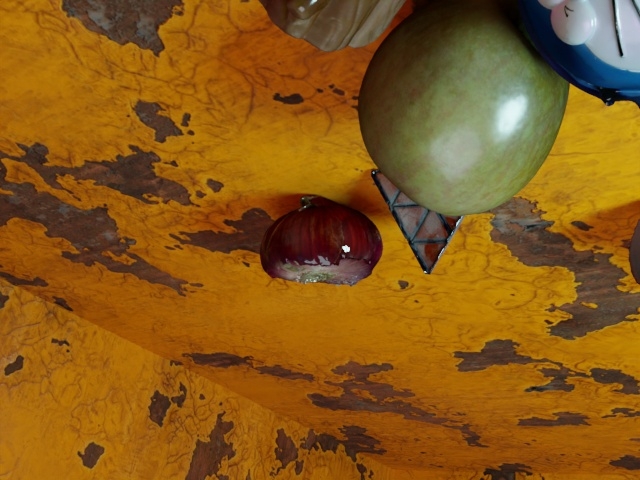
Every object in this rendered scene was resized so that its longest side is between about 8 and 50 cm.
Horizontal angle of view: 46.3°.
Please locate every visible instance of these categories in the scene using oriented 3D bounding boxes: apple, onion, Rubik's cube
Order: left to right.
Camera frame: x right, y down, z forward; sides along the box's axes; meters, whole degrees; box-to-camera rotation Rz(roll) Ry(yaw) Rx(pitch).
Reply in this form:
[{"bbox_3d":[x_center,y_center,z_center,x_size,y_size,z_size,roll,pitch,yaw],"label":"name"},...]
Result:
[{"bbox_3d":[0.003,0.011,1.414,0.248,0.161,0.248,15,162,5],"label":"onion"},{"bbox_3d":[0.209,-0.022,1.304,0.211,0.190,0.178,2,168,29],"label":"Rubik's cube"},{"bbox_3d":[0.180,-0.169,0.908,0.257,0.256,0.234,28,134,-27],"label":"apple"}]

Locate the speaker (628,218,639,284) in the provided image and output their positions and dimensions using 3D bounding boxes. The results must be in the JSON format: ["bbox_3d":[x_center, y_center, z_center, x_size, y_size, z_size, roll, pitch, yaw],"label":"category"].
[{"bbox_3d":[0.691,0.022,1.226,0.329,0.198,0.259,18,116,-42],"label":"speaker"}]

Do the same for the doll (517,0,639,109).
[{"bbox_3d":[0.326,-0.271,0.686,0.310,0.240,0.284,-38,83,39],"label":"doll"}]

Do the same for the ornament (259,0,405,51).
[{"bbox_3d":[0.035,-0.314,0.743,0.235,0.221,0.217,26,154,-9],"label":"ornament"}]
